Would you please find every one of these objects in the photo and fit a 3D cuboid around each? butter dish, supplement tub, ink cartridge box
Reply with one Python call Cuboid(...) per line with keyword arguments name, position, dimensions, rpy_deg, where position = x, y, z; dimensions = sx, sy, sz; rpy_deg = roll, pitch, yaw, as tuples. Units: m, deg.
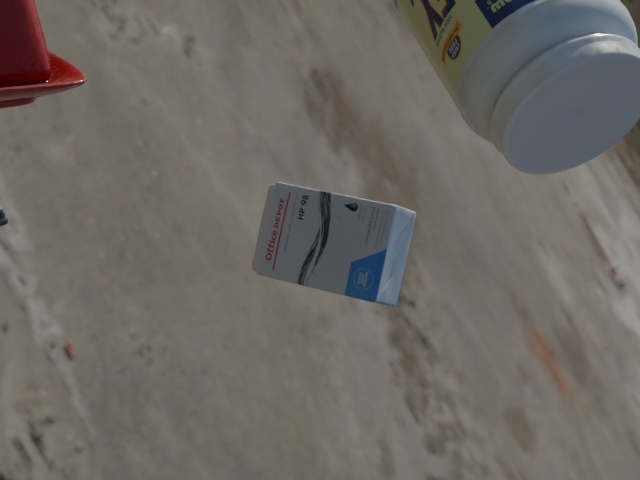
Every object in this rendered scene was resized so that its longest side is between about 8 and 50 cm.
Cuboid(name="butter dish", position=(-0.234, -0.139, 0.827), dimensions=(0.160, 0.160, 0.118), rpy_deg=(30, -55, 58))
Cuboid(name="supplement tub", position=(0.245, -0.265, 1.762), dimensions=(0.235, 0.235, 0.324), rpy_deg=(38, 21, -53))
Cuboid(name="ink cartridge box", position=(0.000, 0.000, 1.506), dimensions=(0.060, 0.180, 0.104), rpy_deg=(12, 90, -64))

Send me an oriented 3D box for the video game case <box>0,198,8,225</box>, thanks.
Cuboid(name="video game case", position=(-0.403, -0.102, 1.142), dimensions=(0.275, 0.035, 0.248), rpy_deg=(-18, 96, -43))
